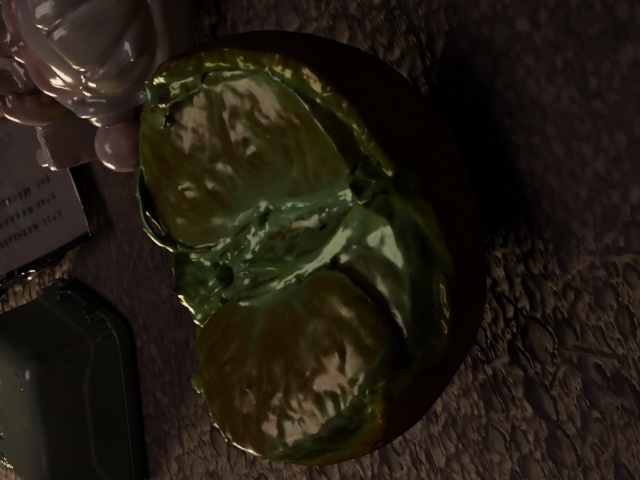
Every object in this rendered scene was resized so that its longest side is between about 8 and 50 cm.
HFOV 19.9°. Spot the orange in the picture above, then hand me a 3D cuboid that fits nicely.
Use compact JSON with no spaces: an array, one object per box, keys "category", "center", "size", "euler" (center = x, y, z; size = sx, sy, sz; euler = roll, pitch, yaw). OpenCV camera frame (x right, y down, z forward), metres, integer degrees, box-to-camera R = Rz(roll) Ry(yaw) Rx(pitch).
[{"category":"orange","center":[0.003,-0.004,0.992],"size":[0.179,0.158,0.237],"euler":[-23,87,48]}]

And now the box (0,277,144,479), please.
[{"category":"box","center":[-0.217,0.130,1.503],"size":[0.124,0.093,0.172],"euler":[30,131,49]}]

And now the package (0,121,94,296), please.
[{"category":"package","center":[-0.275,-0.062,1.518],"size":[0.251,0.062,0.204],"euler":[-27,83,59]}]

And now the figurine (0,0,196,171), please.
[{"category":"figurine","center":[-0.156,-0.134,1.221],"size":[0.256,0.144,0.182],"euler":[161,110,-63]}]
